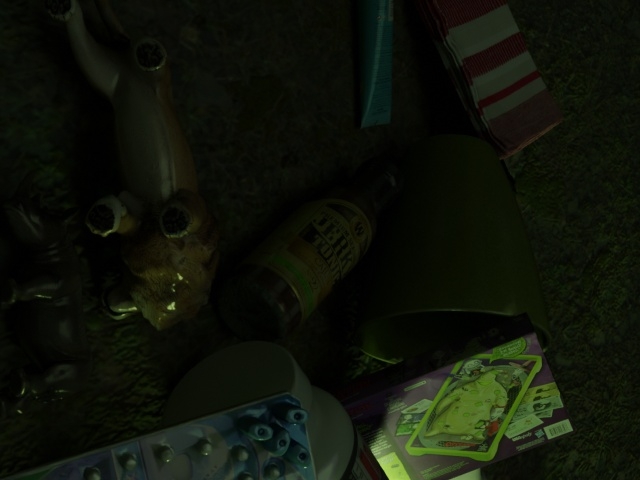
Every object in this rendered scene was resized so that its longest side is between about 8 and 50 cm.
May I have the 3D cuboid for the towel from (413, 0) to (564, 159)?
[{"bbox_3d":[0.262,-0.302,1.859,0.237,0.037,0.329,-32,98,-50],"label":"towel"}]

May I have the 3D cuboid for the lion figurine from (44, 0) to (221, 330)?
[{"bbox_3d":[-0.185,-0.099,1.254,0.240,0.142,0.392,35,52,-86],"label":"lion figurine"}]

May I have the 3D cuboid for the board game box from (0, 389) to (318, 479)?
[{"bbox_3d":[-0.155,0.392,1.211,0.389,0.050,0.390,-14,99,-21],"label":"board game box"}]

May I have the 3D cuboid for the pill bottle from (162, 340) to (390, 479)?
[{"bbox_3d":[-0.029,0.304,1.435,0.210,0.210,0.363,-57,134,-35],"label":"pill bottle"}]

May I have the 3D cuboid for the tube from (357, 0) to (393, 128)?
[{"bbox_3d":[0.080,-0.265,1.695,0.080,0.052,0.207,-16,110,-48],"label":"tube"}]

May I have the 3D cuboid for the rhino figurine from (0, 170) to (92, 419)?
[{"bbox_3d":[-0.282,0.052,1.192,0.106,0.073,0.243,-9,98,-50],"label":"rhino figurine"}]

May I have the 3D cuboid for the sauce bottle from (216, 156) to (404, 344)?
[{"bbox_3d":[0.000,0.000,1.545,0.344,0.111,0.111,-48,128,-42],"label":"sauce bottle"}]

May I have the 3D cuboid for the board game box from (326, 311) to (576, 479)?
[{"bbox_3d":[0.152,0.241,1.604,0.056,0.346,0.208,-102,168,-49],"label":"board game box"}]

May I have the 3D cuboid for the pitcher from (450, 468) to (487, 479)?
[{"bbox_3d":[0.189,0.313,1.831,0.178,0.125,0.207,-95,161,-51],"label":"pitcher"}]

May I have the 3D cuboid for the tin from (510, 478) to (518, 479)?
[{"bbox_3d":[0.369,0.516,2.147,0.106,0.040,0.190,-50,130,-34],"label":"tin"}]

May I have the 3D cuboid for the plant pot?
[{"bbox_3d":[0.189,0.007,1.708,0.274,0.274,0.294,33,53,-50],"label":"plant pot"}]

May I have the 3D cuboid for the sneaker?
[{"bbox_3d":[0.248,-0.112,1.864,0.109,0.130,0.286,2,89,-52],"label":"sneaker"}]
